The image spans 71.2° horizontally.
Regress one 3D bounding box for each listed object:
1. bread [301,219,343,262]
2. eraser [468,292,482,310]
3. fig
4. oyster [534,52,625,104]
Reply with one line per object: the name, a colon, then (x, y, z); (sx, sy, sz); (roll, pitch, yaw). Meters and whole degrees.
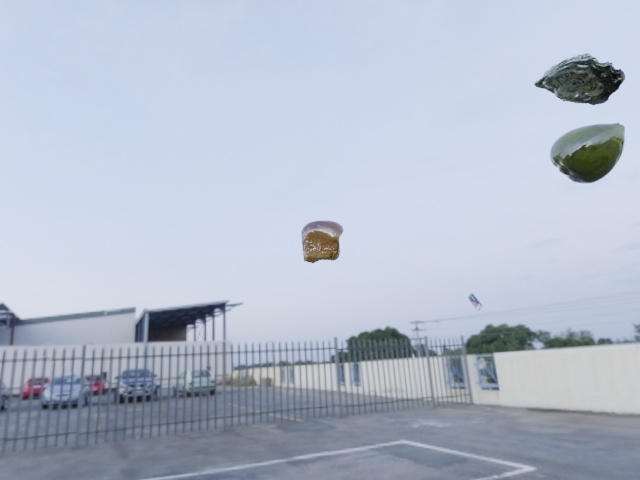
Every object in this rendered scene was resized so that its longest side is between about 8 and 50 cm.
bread: (0.000, 0.000, 1.274); (0.129, 0.125, 0.044); (-3, -12, 21)
eraser: (0.599, 0.236, 1.731); (0.019, 0.099, 0.027); (17, -66, -19)
fig: (0.920, -0.310, 1.525); (0.225, 0.203, 0.203); (-46, -34, 20)
oyster: (0.620, -0.388, 1.072); (0.177, 0.064, 0.124); (28, -43, 19)
